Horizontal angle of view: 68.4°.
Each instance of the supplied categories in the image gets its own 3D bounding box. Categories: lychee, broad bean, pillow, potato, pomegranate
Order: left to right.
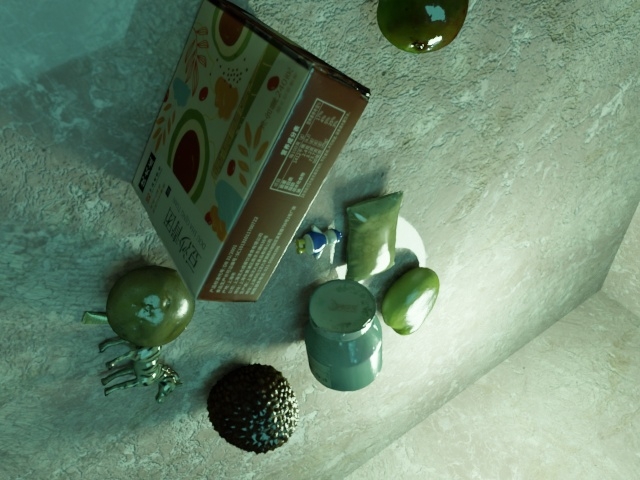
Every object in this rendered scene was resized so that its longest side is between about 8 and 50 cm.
[{"bbox_3d":[-0.365,0.147,1.032,0.177,0.160,0.235,-4,141,-11],"label":"potato"},{"bbox_3d":[-0.195,0.508,1.413,0.267,0.267,0.268,-22,136,-22],"label":"lychee"},{"bbox_3d":[0.150,0.001,1.369,0.184,0.075,0.303,-20,135,-21],"label":"pillow"},{"bbox_3d":[0.317,0.218,1.665,0.237,0.119,0.291,-14,132,-29],"label":"broad bean"},{"bbox_3d":[0.201,-0.481,0.928,0.179,0.179,0.210,1,89,-39],"label":"pomegranate"}]

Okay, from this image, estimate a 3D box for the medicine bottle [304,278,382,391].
[{"bbox_3d":[0.071,0.282,1.426,0.244,0.245,0.290,-24,138,-20],"label":"medicine bottle"}]

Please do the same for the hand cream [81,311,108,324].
[{"bbox_3d":[-0.481,0.177,1.065,0.102,0.022,0.035,9,120,-37],"label":"hand cream"}]

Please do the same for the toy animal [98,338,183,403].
[{"bbox_3d":[-0.457,0.324,1.170,0.169,0.090,0.255,-27,141,-24],"label":"toy animal"}]

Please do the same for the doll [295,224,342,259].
[{"bbox_3d":[0.000,0.000,1.264,0.142,0.057,0.099,-18,115,-28],"label":"doll"}]

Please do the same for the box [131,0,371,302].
[{"bbox_3d":[-0.147,-0.154,0.779,0.122,0.344,0.385,9,119,-45],"label":"box"}]
